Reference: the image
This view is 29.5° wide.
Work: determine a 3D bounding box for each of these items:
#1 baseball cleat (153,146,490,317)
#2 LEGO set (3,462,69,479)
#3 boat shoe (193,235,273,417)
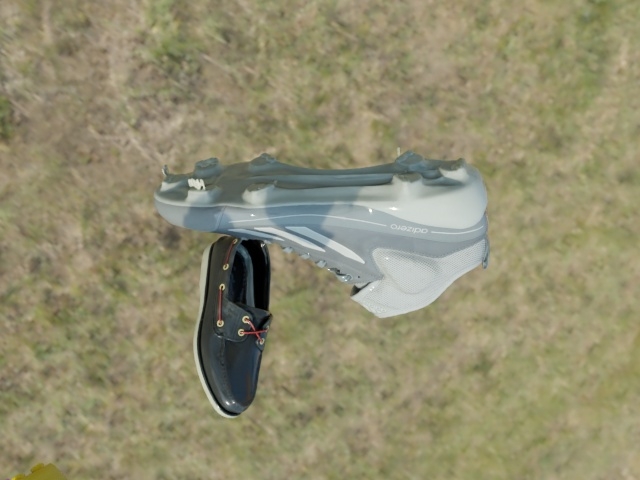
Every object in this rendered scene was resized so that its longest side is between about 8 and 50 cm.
[{"bbox_3d":[0.000,0.000,0.745,0.072,0.206,0.109,-63,149,-57],"label":"baseball cleat"},{"bbox_3d":[-0.107,0.132,0.474,0.087,0.093,0.227,-25,163,-36],"label":"LEGO set"},{"bbox_3d":[-0.058,0.056,0.849,0.049,0.042,0.133,24,57,-43],"label":"boat shoe"}]
